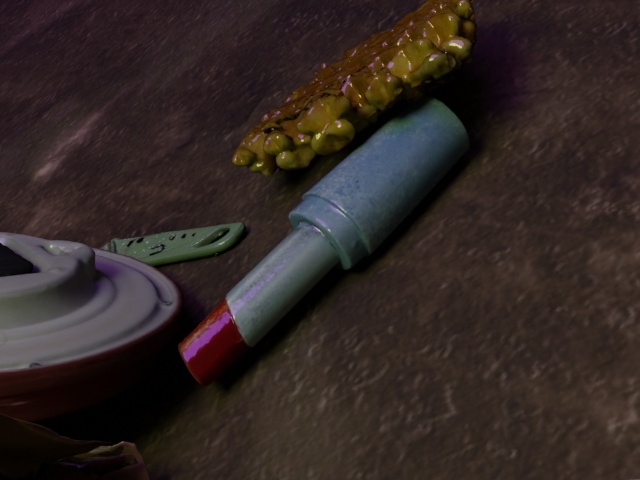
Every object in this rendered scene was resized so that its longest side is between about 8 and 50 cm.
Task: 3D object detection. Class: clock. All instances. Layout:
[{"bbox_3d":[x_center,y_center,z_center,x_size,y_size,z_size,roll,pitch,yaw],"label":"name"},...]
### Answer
[{"bbox_3d":[-0.257,0.042,0.723,0.318,0.080,0.318,2,14,-1],"label":"clock"}]

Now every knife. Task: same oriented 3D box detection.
[{"bbox_3d":[-0.193,0.016,0.899,0.293,0.020,0.043,-10,38,27],"label":"knife"}]

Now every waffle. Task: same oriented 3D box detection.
[{"bbox_3d":[0.033,-0.130,0.831,0.228,0.051,0.232,-31,14,25],"label":"waffle"}]

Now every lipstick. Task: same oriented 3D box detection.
[{"bbox_3d":[0.000,0.000,0.735,0.274,0.061,0.068,-44,40,-19],"label":"lipstick"}]

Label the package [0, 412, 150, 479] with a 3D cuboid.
[{"bbox_3d":[-0.273,0.188,0.622,0.311,0.221,0.165,-14,17,22],"label":"package"}]

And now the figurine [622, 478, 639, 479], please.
[{"bbox_3d":[0.143,0.179,0.413,0.083,0.083,0.187,-22,50,13],"label":"figurine"}]
